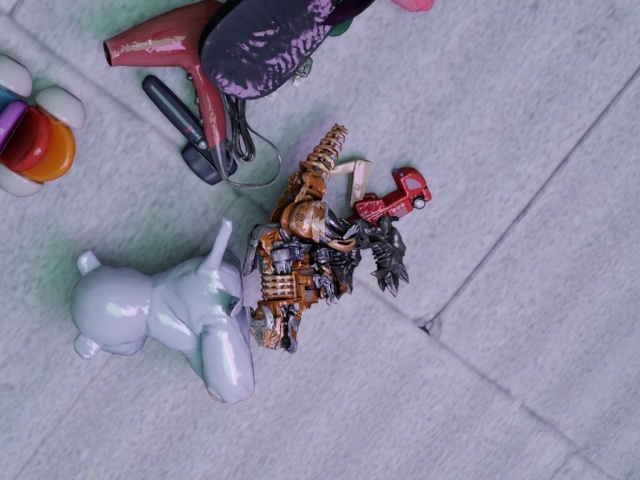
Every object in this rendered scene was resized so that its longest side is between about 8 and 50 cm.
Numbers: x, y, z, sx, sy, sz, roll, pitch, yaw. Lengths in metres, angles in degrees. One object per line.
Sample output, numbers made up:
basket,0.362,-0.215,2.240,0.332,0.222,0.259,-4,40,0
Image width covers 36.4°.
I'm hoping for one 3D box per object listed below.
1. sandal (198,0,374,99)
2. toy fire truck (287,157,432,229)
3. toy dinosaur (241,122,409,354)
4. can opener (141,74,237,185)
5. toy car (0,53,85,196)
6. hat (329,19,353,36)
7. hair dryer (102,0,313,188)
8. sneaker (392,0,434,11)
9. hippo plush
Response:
sandal,0.023,-0.332,1.191,0.168,0.107,0.446,24,120,-33
toy fire truck,0.062,-0.075,1.481,0.192,0.047,0.135,-30,112,-5
toy dinosaur,0.000,0.000,1.356,0.218,0.164,0.321,21,95,-33
can opener,-0.186,-0.159,1.379,0.073,0.059,0.186,-39,113,-1
toy car,-0.406,-0.144,1.280,0.182,0.136,0.159,31,96,-22
hat,-0.074,-0.368,1.361,0.208,0.184,0.173,46,48,-48
hair dryer,-0.154,-0.218,1.330,0.294,0.080,0.223,24,75,-18
sneaker,0.181,-0.466,1.380,0.136,0.116,0.314,30,97,-40
hippo plush,-0.220,0.121,1.351,0.237,0.294,0.234,-7,81,-4
